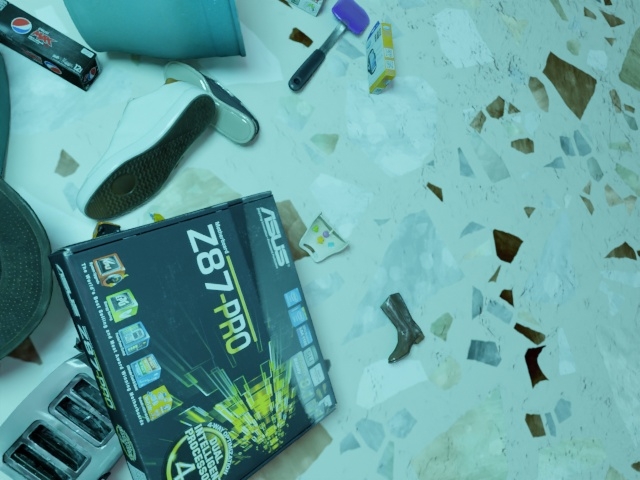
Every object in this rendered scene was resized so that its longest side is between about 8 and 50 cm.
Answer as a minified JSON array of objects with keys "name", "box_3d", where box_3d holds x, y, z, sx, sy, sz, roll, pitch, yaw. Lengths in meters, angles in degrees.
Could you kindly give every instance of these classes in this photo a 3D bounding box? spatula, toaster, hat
[{"name":"spatula","box_3d":[0.017,-0.419,0.947,0.084,0.030,0.296,37,71,-11]},{"name":"toaster","box_3d":[-0.357,0.267,0.652,0.186,0.110,0.168,42,69,-7]},{"name":"hat","box_3d":[-0.522,0.034,0.620,0.332,0.134,0.330,0,89,-6]}]

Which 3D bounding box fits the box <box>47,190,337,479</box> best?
[{"name":"box","box_3d":[-0.160,0.153,0.664,0.318,0.097,0.394,-22,100,-42]}]

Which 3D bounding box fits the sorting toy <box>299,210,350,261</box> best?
[{"name":"sorting toy","box_3d":[0.000,0.000,0.861,0.075,0.045,0.083,-45,96,-13]}]

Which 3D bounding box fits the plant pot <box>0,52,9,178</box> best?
[{"name":"plant pot","box_3d":[-0.564,-0.216,0.652,0.166,0.165,0.234,6,69,-17]}]

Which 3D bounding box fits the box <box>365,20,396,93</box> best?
[{"name":"box","box_3d":[0.127,-0.395,0.953,0.028,0.081,0.136,2,80,-19]}]

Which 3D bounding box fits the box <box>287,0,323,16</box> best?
[{"name":"box","box_3d":[-0.024,-0.602,0.965,0.114,0.036,0.206,22,74,-13]}]

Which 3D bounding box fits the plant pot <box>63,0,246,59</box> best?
[{"name":"plant pot","box_3d":[-0.279,-0.428,0.741,0.256,0.271,0.271,-13,84,-5]}]

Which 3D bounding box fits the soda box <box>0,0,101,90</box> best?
[{"name":"soda box","box_3d":[-0.467,-0.329,0.752,0.169,0.060,0.053,30,73,-12]}]

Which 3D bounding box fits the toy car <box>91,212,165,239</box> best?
[{"name":"toy car","box_3d":[-0.331,-0.016,0.764,0.122,0.060,0.040,-8,38,-36]}]

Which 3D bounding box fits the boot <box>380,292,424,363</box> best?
[{"name":"boot","box_3d":[0.144,0.169,0.877,0.106,0.037,0.114,-33,95,-34]}]

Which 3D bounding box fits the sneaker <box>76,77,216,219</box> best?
[{"name":"sneaker","box_3d":[-0.316,-0.163,0.770,0.123,0.106,0.290,34,75,22]}]

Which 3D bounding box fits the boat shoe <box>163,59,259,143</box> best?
[{"name":"boat shoe","box_3d":[-0.203,-0.262,0.841,0.206,0.075,0.065,39,28,-3]}]
